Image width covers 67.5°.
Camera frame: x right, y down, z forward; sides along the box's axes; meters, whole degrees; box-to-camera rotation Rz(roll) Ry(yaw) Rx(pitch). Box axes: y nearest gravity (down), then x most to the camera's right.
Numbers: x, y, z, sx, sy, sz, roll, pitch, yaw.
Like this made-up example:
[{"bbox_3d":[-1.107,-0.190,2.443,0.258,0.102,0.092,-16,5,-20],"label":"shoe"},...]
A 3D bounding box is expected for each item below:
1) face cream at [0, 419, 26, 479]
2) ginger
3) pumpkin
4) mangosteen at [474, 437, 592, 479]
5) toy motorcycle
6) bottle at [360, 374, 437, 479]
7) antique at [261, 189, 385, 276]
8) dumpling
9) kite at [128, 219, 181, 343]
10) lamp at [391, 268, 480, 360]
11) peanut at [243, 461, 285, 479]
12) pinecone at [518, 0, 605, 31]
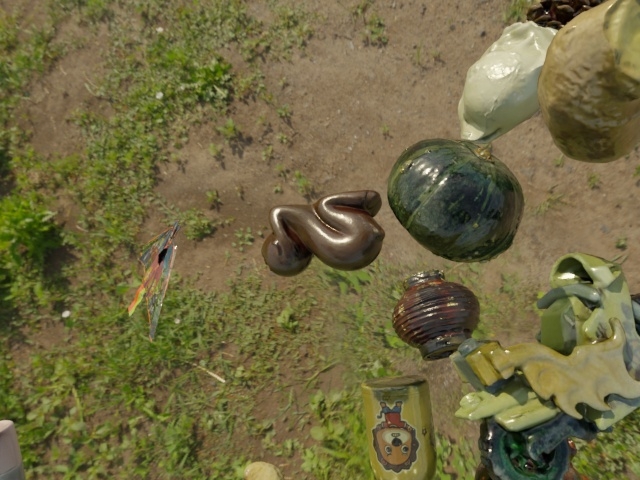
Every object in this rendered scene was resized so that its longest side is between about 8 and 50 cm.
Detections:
[{"bbox_3d":[-0.450,0.388,0.645,0.073,0.107,0.269,-2,98,53],"label":"face cream"},{"bbox_3d":[0.361,-0.192,0.610,0.152,0.267,0.138,26,79,27],"label":"ginger"},{"bbox_3d":[0.179,-0.054,0.637,0.190,0.190,0.146,37,134,18],"label":"pumpkin"},{"bbox_3d":[0.517,0.607,1.154,0.288,0.233,0.287,16,112,44],"label":"mangosteen"},{"bbox_3d":[0.371,0.174,0.714,0.410,0.168,0.237,-33,80,-17],"label":"toy motorcycle"},{"bbox_3d":[0.204,0.520,1.173,0.172,0.171,0.351,-9,80,12],"label":"bottle"},{"bbox_3d":[0.000,0.000,0.934,0.257,0.121,0.143,-9,66,13],"label":"antique"},{"bbox_3d":[0.357,-0.315,0.959,0.258,0.147,0.193,-59,39,33],"label":"dumpling"},{"bbox_3d":[-0.249,0.050,0.712,0.183,0.014,0.241,-54,37,21],"label":"kite"},{"bbox_3d":[0.303,0.194,1.271,0.247,0.247,0.246,-3,79,14],"label":"lamp"},{"bbox_3d":[-0.067,0.406,0.697,0.082,0.082,0.187,-47,44,2],"label":"peanut"},{"bbox_3d":[0.557,-0.485,1.093,0.186,0.168,0.212,9,43,47],"label":"pinecone"}]
